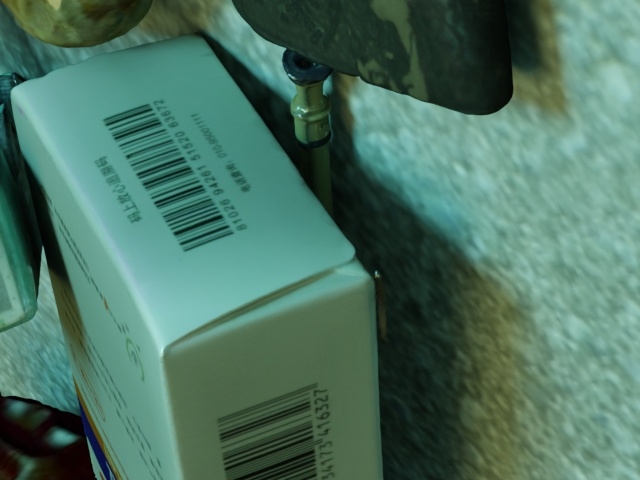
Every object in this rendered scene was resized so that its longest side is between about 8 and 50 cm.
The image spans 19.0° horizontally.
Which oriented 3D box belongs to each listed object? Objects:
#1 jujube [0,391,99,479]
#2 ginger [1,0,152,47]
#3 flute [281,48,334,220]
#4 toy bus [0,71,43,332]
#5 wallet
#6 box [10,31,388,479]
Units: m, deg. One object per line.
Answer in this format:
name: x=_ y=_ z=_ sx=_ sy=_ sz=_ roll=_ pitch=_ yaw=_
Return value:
jujube: x=-0.171 y=0.229 z=1.229 sx=0.377 sy=0.258 sz=0.258 roll=11 pitch=130 yaw=47
ginger: x=-0.141 y=-0.184 z=0.888 sx=0.104 sy=0.080 sz=0.204 roll=15 pitch=136 yaw=56
flute: x=0.000 y=0.000 z=0.937 sx=0.027 sy=0.027 sz=0.233 roll=35 pitch=146 yaw=32
toy bus: x=-0.194 y=-0.026 z=1.019 sx=0.261 sy=0.091 sz=0.109 roll=-109 pitch=4 yaw=-74
wallet: x=-0.010 y=-0.202 z=0.709 sx=0.170 sy=0.044 sz=0.321 roll=29 pitch=143 yaw=42
box: x=-0.056 y=0.074 z=0.964 sx=0.299 sy=0.106 sz=0.200 roll=87 pitch=157 yaw=-44
